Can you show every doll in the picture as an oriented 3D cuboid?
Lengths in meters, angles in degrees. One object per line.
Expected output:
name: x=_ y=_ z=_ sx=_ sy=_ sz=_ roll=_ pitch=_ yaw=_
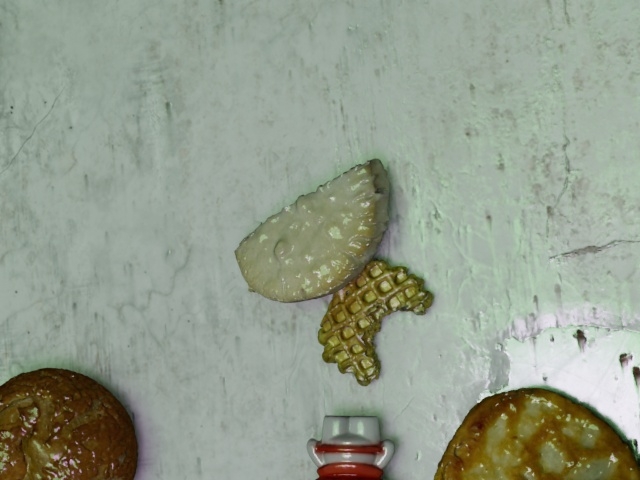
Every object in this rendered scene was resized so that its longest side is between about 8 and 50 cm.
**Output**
doll: x=0.041 y=0.407 z=1.629 sx=0.160 sy=0.130 sz=0.291 roll=1 pitch=79 yaw=5

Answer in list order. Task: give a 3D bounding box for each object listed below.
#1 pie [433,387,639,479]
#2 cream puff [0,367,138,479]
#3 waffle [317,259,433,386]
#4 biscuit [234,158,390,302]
pie: x=0.303 y=0.357 z=1.515 sx=0.315 sy=0.092 sz=0.315 roll=-3 pitch=58 yaw=4
cream puff: x=-0.447 y=0.349 z=1.776 sx=0.303 sy=0.212 sz=0.303 roll=-2 pitch=82 yaw=16
waffle: x=0.078 y=0.122 z=1.685 sx=0.149 sy=0.051 sz=0.194 roll=27 pitch=94 yaw=22
biscuit: x=0.000 y=0.000 z=1.683 sx=0.281 sy=0.084 sz=0.179 roll=-37 pitch=55 yaw=15
